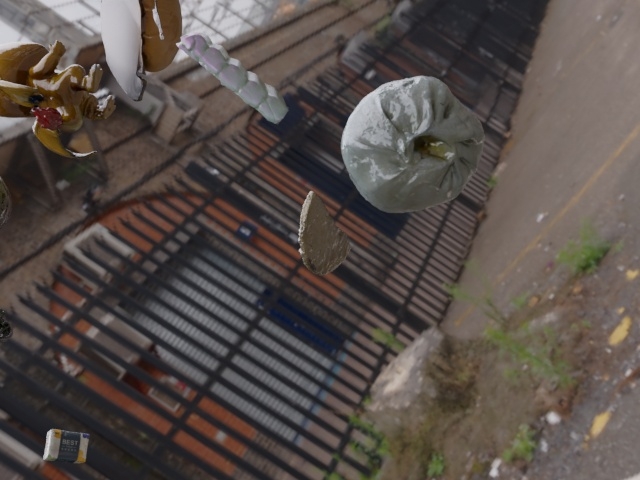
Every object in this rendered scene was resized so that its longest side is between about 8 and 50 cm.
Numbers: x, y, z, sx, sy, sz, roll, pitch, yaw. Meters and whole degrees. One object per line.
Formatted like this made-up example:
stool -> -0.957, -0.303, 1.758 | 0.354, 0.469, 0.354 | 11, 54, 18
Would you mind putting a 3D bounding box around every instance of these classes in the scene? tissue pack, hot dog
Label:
tissue pack -> -0.530, 0.431, 1.658 | 0.042, 0.083, 0.062 | -33, 48, 50
hot dog -> -0.305, -0.417, 1.448 | 0.107, 0.194, 0.326 | -28, -14, -34

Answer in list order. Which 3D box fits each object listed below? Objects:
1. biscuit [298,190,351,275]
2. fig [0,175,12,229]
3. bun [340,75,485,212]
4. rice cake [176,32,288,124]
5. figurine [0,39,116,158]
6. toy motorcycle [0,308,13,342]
biscuit -> 0.000, 0.004, 1.756 | 0.133, 0.032, 0.250 | -64, -31, -18
fig -> -0.585, -0.109, 1.251 | 0.149, 0.245, 0.149 | -24, -17, -7
bun -> 0.224, -0.217, 1.913 | 0.354, 0.355, 0.194 | -56, 19, 8
rice cake -> -0.124, -0.242, 1.158 | 0.037, 0.189, 0.198 | -51, 7, 9
figurine -> -0.775, -0.407, 2.121 | 0.401, 0.387, 0.267 | 56, -132, -78
toy motorcycle -> -0.984, 0.278, 2.210 | 0.205, 0.127, 0.275 | -36, -7, 26
